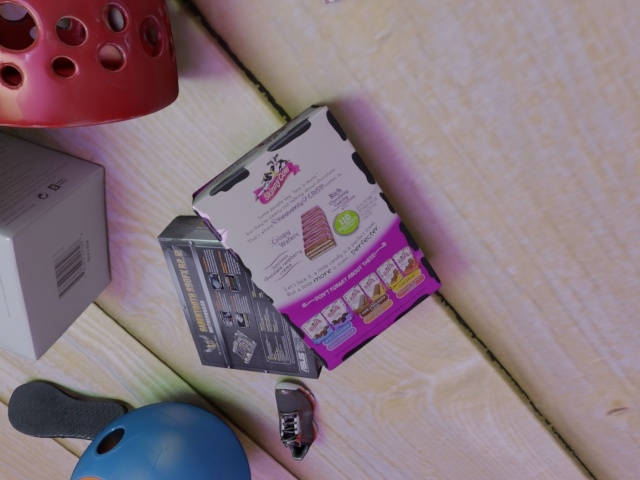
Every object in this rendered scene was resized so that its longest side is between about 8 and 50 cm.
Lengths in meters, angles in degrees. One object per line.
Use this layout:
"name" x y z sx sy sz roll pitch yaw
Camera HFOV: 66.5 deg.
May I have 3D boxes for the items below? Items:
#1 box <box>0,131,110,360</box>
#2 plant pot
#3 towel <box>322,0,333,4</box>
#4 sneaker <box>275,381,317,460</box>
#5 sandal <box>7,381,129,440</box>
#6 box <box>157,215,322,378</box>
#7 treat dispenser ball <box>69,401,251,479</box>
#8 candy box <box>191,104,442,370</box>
"box" -0.479 -0.024 0.632 0.346 0.168 0.214 19 128 3
"plant pot" -0.225 -0.204 0.414 0.191 0.191 0.174 11 123 10
"towel" 0.048 -0.279 0.353 0.197 0.029 0.144 -13 126 31
"sneaker" -0.040 0.294 0.782 0.061 0.064 0.157 -4 123 20
"sandal" -0.493 0.344 0.951 0.255 0.097 0.054 10 153 11
"box" -0.095 0.080 0.654 0.183 0.056 0.230 2 124 17
"treat dispenser ball" -0.257 0.414 0.796 0.289 0.288 0.288 8 126 12
"candy box" 0.000 0.000 0.515 0.159 0.071 0.233 -37 111 -2
